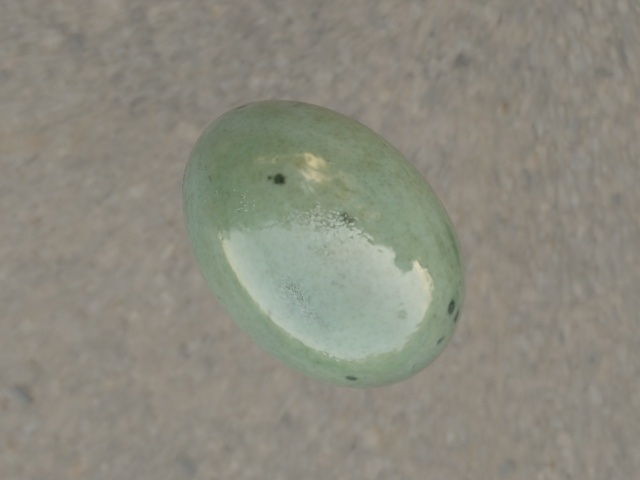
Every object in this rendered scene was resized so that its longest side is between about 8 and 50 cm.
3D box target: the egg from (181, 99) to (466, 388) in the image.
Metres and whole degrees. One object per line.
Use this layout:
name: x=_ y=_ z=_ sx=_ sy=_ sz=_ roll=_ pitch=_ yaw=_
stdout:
egg: x=0.000 y=0.000 z=1.302 sx=0.169 sy=0.169 sz=0.236 roll=-46 pitch=66 yaw=14
